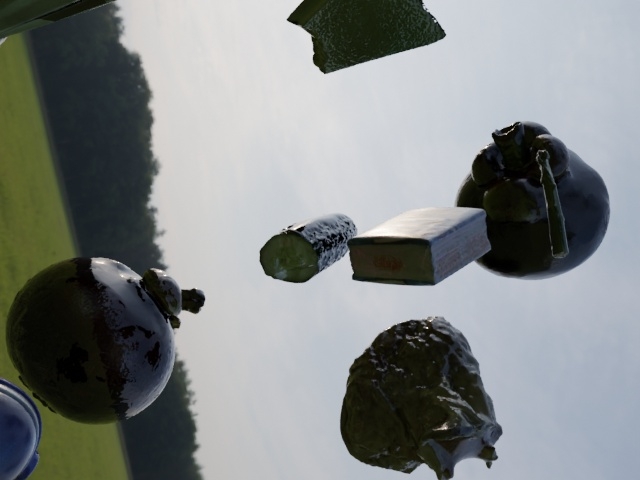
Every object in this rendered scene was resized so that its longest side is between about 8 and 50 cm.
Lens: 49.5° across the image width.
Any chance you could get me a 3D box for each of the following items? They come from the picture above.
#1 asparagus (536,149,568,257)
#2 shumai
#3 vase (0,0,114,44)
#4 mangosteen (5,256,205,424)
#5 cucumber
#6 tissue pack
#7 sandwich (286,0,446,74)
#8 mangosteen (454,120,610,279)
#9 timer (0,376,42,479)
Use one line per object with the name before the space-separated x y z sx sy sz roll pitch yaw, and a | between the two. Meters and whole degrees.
asparagus | 0.230 -0.040 0.692 0.018 0.015 0.127 -46 -145 51
shumai | 0.207 0.278 1.227 0.267 0.314 0.262 36 -18 -19
vase | -0.423 -0.403 1.072 0.165 0.360 0.165 47 33 -44
mangosteen | -0.371 0.154 1.167 0.297 0.293 0.297 43 7 -6
cucumber | -0.001 0.001 0.927 0.241 0.074 0.074 -27 109 -67
tissue pack | 0.122 0.006 0.844 0.116 0.155 0.065 0 -73 38
sandwich | 0.076 -0.370 1.213 0.245 0.212 0.063 34 21 -48
mangosteen | 0.352 -0.073 1.196 0.233 0.288 0.287 -12 -89 62
timer | -0.453 0.315 0.733 0.270 0.383 0.270 28 -21 12
